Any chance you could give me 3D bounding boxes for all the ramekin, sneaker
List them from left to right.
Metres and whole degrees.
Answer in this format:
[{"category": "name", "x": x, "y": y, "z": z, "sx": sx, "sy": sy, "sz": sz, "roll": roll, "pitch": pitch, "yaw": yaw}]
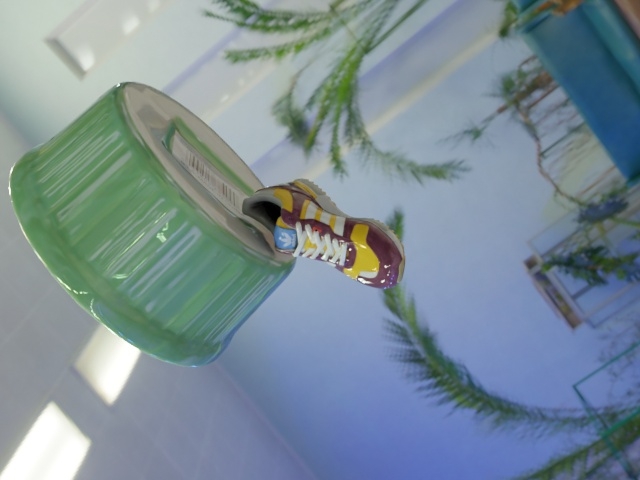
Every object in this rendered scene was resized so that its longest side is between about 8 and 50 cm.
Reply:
[{"category": "ramekin", "x": -0.164, "y": -0.028, "z": 0.940, "sx": 0.303, "sy": 0.148, "sz": 0.303, "roll": 45, "pitch": -166, "yaw": -14}, {"category": "sneaker", "x": 0.000, "y": 0.000, "z": 0.869, "sx": 0.084, "sy": 0.070, "sz": 0.185, "roll": -17, "pitch": -143, "yaw": -40}]
